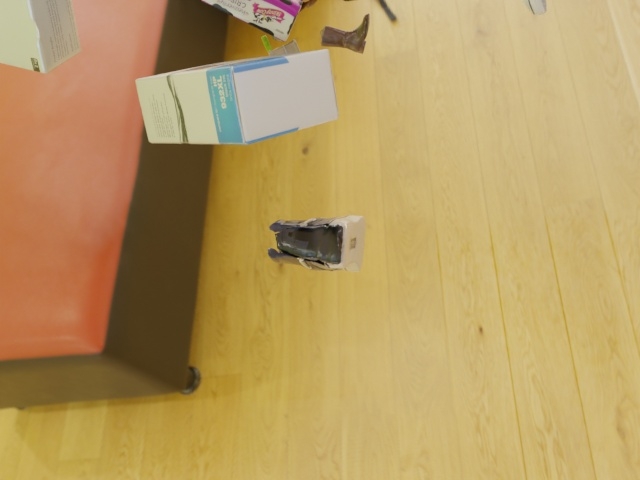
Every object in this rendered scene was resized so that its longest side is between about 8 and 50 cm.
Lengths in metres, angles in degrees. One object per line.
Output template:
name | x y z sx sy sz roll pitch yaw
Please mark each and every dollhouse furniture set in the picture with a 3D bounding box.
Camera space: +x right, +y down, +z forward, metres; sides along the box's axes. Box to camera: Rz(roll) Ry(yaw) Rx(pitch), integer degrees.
dollhouse furniture set | -0.093 -0.466 1.592 0.076 0.058 0.152 -24 67 6

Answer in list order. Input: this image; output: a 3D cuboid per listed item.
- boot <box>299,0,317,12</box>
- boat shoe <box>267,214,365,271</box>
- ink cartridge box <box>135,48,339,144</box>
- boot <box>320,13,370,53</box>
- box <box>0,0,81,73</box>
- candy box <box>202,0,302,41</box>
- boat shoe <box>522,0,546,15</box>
boot | -0.051 -0.642 1.454 0.211 0.104 0.295 45 105 1
boat shoe | 0.000 0.000 1.363 0.158 0.340 0.127 5 87 12
ink cartridge box | -0.156 -0.259 1.193 0.223 0.129 0.307 -25 23 -39
boot | 0.056 -0.499 1.554 0.114 0.106 0.037 15 44 2
box | -0.596 -0.450 1.295 0.181 0.181 0.119 16 42 13
candy box | -0.114 -0.447 1.189 0.071 0.159 0.233 -61 12 26
boat shoe | 0.387 -0.547 1.313 0.075 0.226 0.083 -10 42 34
